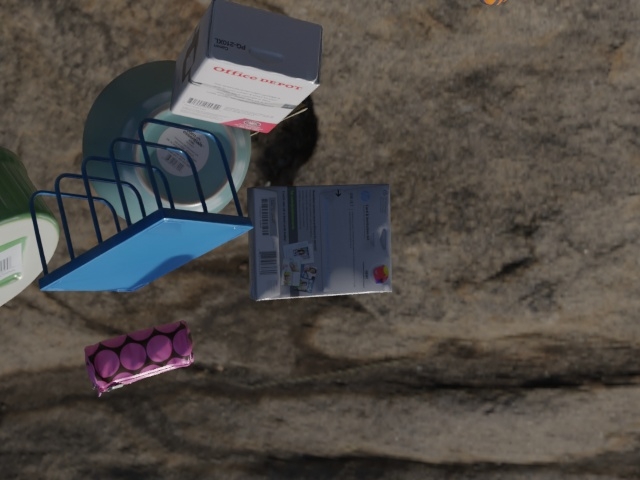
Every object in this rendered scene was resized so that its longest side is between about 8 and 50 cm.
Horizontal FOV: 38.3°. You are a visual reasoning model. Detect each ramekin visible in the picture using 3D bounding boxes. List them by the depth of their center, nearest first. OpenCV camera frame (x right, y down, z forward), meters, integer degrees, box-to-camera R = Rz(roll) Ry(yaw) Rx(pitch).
[{"bbox_3d":[-0.577,0.002,1.500,0.148,0.303,0.303,48,140,15],"label":"ramekin"}]

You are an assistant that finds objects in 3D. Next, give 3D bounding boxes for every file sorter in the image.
[{"bbox_3d":[-0.175,-0.029,0.866,0.170,0.104,0.118,-26,163,31],"label":"file sorter"}]

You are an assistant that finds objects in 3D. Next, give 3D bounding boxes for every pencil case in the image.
[{"bbox_3d":[-0.347,0.226,1.784,0.209,0.098,0.095,-17,151,-17],"label":"pencil case"}]

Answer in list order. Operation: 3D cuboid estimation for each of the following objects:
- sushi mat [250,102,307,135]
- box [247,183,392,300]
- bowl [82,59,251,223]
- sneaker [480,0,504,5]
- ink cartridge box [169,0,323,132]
[{"bbox_3d":[-0.189,-0.245,2.053,0.151,0.317,0.019,10,124,48],"label":"sushi mat"},{"bbox_3d":[0.000,0.000,1.193,0.186,0.145,0.038,-3,-176,-18],"label":"box"},{"bbox_3d":[-0.251,-0.156,1.615,0.312,0.311,0.163,32,179,-23],"label":"bowl"},{"bbox_3d":[0.325,-0.422,1.307,0.180,0.124,0.321,42,156,15],"label":"sneaker"},{"bbox_3d":[-0.117,-0.258,1.403,0.172,0.100,0.237,10,165,-20],"label":"ink cartridge box"}]
